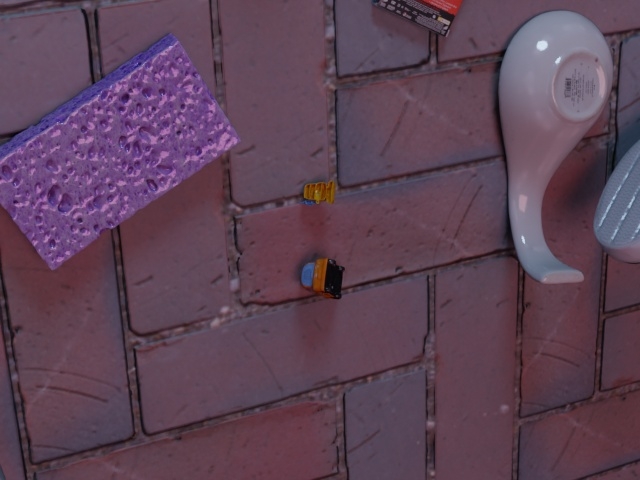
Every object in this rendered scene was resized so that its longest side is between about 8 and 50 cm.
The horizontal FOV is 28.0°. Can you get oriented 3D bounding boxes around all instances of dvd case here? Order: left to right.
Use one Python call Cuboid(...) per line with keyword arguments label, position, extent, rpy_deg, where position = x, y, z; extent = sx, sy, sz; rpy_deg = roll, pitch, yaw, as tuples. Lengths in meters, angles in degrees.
Cuboid(label="dvd case", position=(0.109, -0.262, 1.214), extent=(0.087, 0.013, 0.119), rpy_deg=(17, 104, -31))

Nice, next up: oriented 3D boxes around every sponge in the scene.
Cuboid(label="sponge", position=(-0.185, -0.078, 1.138), extent=(0.210, 0.031, 0.117), rpy_deg=(-35, 123, -8))

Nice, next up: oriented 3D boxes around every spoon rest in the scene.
Cuboid(label="spoon rest", position=(0.236, -0.097, 1.323), extent=(0.137, 0.084, 0.276), rpy_deg=(0, 98, -28))

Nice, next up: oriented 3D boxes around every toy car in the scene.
Cuboid(label="toy car", position=(0.000, 0.000, 1.272), extent=(0.040, 0.060, 0.122), rpy_deg=(3, 96, 19))

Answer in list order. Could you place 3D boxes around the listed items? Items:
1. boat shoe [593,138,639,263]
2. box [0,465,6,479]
Cuboid(label="boat shoe", position=(0.422, -0.086, 1.359), extent=(0.335, 0.121, 0.119), rpy_deg=(-48, 127, -15))
Cuboid(label="box", position=(-0.456, 0.190, 1.039), extent=(0.345, 0.168, 0.215), rpy_deg=(-25, 120, -14))
